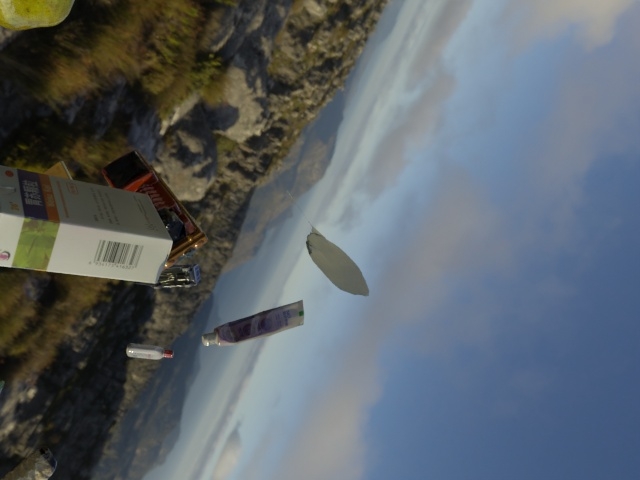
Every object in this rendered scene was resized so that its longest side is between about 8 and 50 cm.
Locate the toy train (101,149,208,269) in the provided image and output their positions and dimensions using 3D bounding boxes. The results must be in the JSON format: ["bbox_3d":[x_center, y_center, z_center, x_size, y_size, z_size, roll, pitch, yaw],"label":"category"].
[{"bbox_3d":[-0.477,-0.095,1.595,0.163,0.369,0.232,-35,155,-14],"label":"toy train"}]

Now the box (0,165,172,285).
[{"bbox_3d":[-0.456,-0.029,1.075,0.200,0.299,0.106,47,-62,48],"label":"box"}]

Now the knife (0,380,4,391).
[{"bbox_3d":[-0.861,0.487,1.406,0.043,0.019,0.293,-17,-132,57],"label":"knife"}]

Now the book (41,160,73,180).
[{"bbox_3d":[-0.724,-0.117,1.508,0.172,0.118,0.012,-30,175,11],"label":"book"}]

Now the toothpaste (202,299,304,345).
[{"bbox_3d":[-0.181,0.238,1.588,0.048,0.300,0.075,-33,-109,65],"label":"toothpaste"}]

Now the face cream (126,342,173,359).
[{"bbox_3d":[-0.318,0.209,1.064,0.040,0.083,0.021,111,-16,-55],"label":"face cream"}]

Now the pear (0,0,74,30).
[{"bbox_3d":[-0.559,-0.557,1.048,0.253,0.252,0.307,-66,159,-54],"label":"pear"}]

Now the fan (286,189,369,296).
[{"bbox_3d":[-0.001,0.001,1.224,0.010,0.310,0.182,-45,149,20],"label":"fan"}]

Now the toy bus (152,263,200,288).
[{"bbox_3d":[-0.503,0.121,1.961,0.076,0.167,0.073,-67,154,-73],"label":"toy bus"}]

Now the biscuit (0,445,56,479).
[{"bbox_3d":[-0.565,0.459,1.004,0.219,0.055,0.061,-40,139,-21],"label":"biscuit"}]
